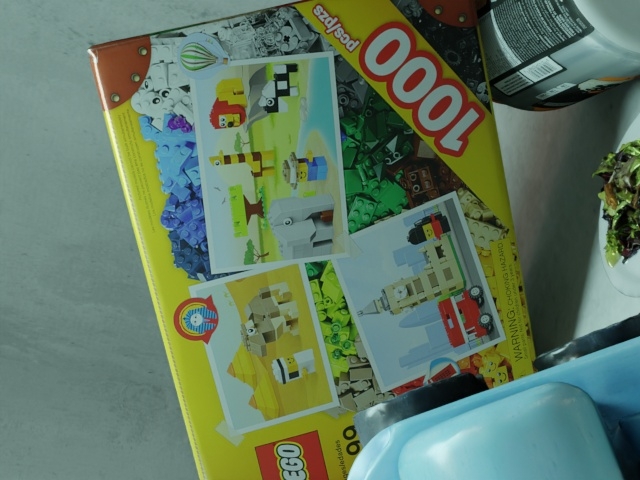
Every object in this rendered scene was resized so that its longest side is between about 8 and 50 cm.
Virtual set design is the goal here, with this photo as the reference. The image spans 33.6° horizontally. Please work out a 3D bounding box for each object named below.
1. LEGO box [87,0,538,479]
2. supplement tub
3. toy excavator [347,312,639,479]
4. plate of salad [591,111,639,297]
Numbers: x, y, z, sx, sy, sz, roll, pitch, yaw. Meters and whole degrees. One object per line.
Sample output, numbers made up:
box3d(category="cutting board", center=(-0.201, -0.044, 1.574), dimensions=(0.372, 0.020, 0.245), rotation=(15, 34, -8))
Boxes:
box3d(category="LEGO box", center=(0.000, 0.000, 1.123), dimensions=(0.193, 0.372, 0.500), rotation=(-132, 28, -75))
box3d(category="supplement tub", center=(0.250, -0.238, 1.058), dimensions=(0.316, 0.193, 0.193), rotation=(166, 115, -77))
box3d(category="toy excavator", center=(0.194, 0.142, 0.580), dimensions=(0.445, 0.433, 0.222), rotation=(23, -134, -72))
box3d(category="plate of salad", center=(0.301, -0.047, 0.985), dimensions=(0.200, 0.048, 0.200), rotation=(-169, 90, -78))
